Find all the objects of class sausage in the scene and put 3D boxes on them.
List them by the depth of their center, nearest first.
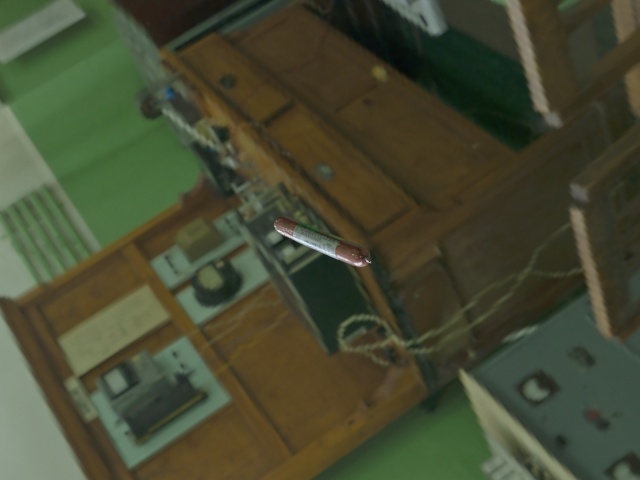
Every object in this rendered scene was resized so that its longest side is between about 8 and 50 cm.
[{"bbox_3d":[0.000,0.000,1.600,0.223,0.029,0.029,23,147,50],"label":"sausage"}]
